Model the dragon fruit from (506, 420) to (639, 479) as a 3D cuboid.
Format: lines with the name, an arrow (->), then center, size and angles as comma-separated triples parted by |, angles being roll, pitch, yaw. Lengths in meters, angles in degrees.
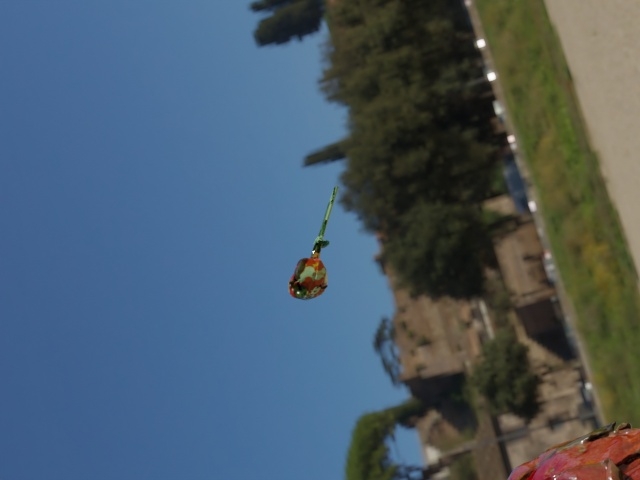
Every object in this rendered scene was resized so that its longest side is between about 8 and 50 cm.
dragon fruit -> 0.256, 0.274, 1.027 | 0.244, 0.299, 0.244 | 34, -161, -13

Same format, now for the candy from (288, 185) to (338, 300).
candy -> 0.000, 0.000, 1.526 | 0.049, 0.056, 0.184 | 42, -135, -26
